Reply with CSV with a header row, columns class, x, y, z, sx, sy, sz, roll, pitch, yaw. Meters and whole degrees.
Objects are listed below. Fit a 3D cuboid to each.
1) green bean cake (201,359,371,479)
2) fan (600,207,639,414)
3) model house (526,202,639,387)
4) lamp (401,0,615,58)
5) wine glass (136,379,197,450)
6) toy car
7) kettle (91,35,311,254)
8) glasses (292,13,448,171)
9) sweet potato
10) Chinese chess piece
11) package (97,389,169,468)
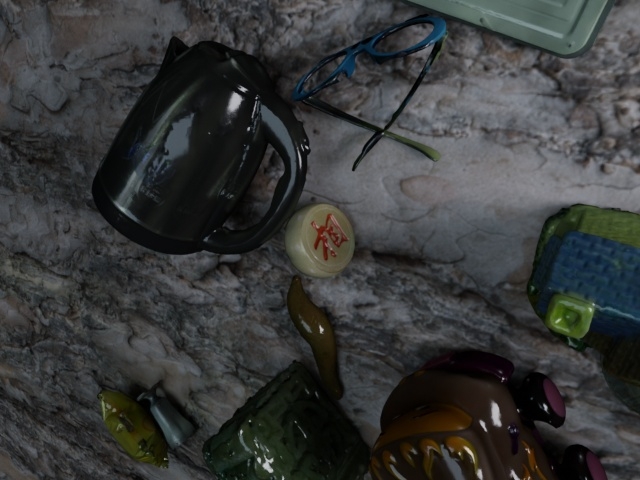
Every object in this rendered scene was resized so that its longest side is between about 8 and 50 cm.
class,x,y,z,sx,sy,sz,roll,pitch,yaw
green bean cake,-0.044,0.375,0.843,0.132,0.241,0.255,-42,82,28
fan,0.444,0.125,0.621,0.294,0.012,0.223,36,122,17
model house,0.338,0.079,0.551,0.213,0.189,0.195,24,115,23
lamp,0.218,-0.363,0.519,0.266,0.047,0.269,29,144,18
wine glass,-0.367,0.416,1.147,0.155,0.072,0.072,49,122,8
toy car,0.221,0.338,0.676,0.271,0.240,0.341,-36,80,35
kettle,-0.171,-0.137,0.776,0.321,0.228,0.324,44,117,9
glasses,0.081,-0.192,0.677,0.238,0.102,0.207,-16,96,32
sweet potato,-0.002,0.183,0.871,0.069,0.059,0.250,-15,101,53
Chinese chess piece,0.000,0.000,0.772,0.051,0.122,0.122,-13,99,48
package,-0.455,0.462,1.180,0.226,0.090,0.168,41,155,20
